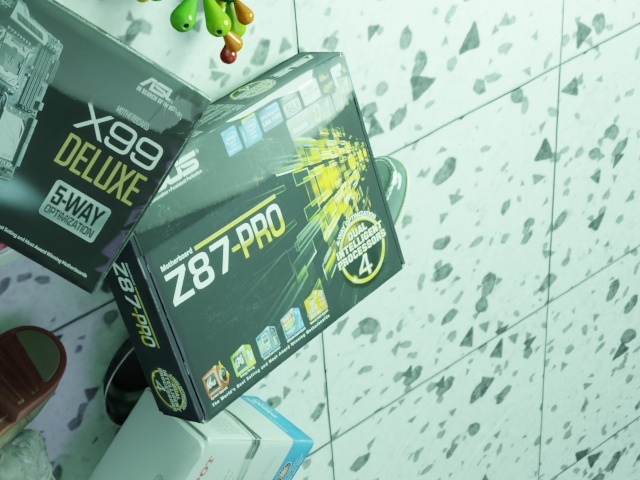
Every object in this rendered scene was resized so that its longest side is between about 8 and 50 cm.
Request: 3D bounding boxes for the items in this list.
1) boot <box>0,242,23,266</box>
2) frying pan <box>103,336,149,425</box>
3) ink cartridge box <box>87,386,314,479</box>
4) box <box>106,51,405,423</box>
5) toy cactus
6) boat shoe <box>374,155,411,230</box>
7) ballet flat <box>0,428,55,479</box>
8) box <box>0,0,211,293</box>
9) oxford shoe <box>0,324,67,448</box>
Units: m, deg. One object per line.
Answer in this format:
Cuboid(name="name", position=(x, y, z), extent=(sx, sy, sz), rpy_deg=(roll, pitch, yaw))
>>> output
Cuboid(name="boot", position=(-0.333, -0.100, 1.550), extent=(0.244, 0.088, 0.176), rpy_deg=(-49, 141, -18))
Cuboid(name="frying pan", position=(-0.208, 0.204, 1.918), extent=(0.197, 0.053, 0.326), rpy_deg=(-36, 149, -18))
Cuboid(name="ink cartridge box", position=(-0.175, 0.333, 1.931), extent=(0.223, 0.129, 0.307), rpy_deg=(-57, 153, 8))
Cuboid(name="box", position=(-0.084, -0.014, 1.708), extent=(0.395, 0.097, 0.318), rpy_deg=(-35, 116, -36))
Cuboid(name="toy cactus", position=(-0.133, -0.316, 1.595), extent=(0.219, 0.112, 0.180), rpy_deg=(38, 70, -48))
Cuboid(name="boat shoe", position=(0.000, 0.000, 1.923), extent=(0.319, 0.116, 0.099), rpy_deg=(-47, 144, 0))
Cuboid(name="ballet flat", position=(-0.385, 0.412, 1.842), extent=(0.147, 0.147, 0.408), rpy_deg=(-23, 133, -32))
Cuboid(name="box", position=(-0.305, -0.126, 1.438), extent=(0.307, 0.076, 0.242), rpy_deg=(32, 95, -14))
Cuboid(name="oxford shoe", position=(-0.444, 0.245, 1.645), extent=(0.348, 0.123, 0.130), rpy_deg=(-35, 164, -28))
